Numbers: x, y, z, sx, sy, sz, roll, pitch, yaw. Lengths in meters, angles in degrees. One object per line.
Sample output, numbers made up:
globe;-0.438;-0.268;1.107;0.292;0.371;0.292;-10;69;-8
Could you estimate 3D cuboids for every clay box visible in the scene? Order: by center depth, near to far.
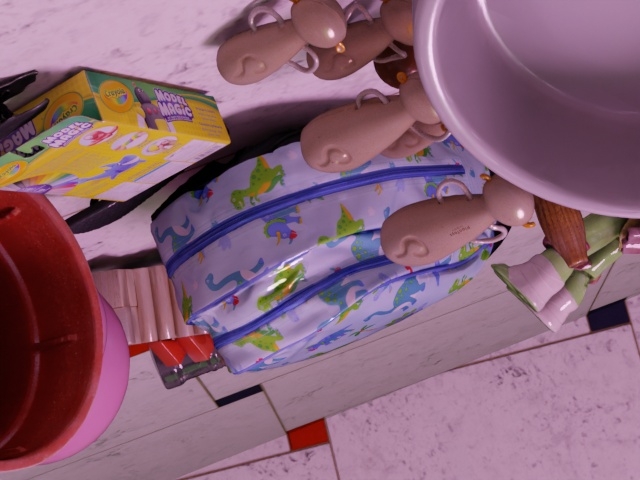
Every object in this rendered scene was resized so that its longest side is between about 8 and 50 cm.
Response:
clay box;-0.189;-0.085;1.506;0.127;0.053;0.222;-27;164;25

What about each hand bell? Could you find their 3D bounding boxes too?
hand bell;0.196;-0.089;1.665;0.126;0.242;0.126;-20;166;-5

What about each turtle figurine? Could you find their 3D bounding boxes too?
turtle figurine;0.277;-0.056;1.870;0.266;0.274;0.198;-45;-172;0

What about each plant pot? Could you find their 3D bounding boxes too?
plant pot;-0.374;0.089;1.527;0.265;0.272;0.272;-20;170;35

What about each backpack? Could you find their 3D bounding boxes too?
backpack;0.000;0.000;1.787;0.290;0.273;0.355;-23;157;31

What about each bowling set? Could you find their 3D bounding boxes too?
bowling set;0.070;-0.140;1.512;0.154;0.287;0.200;-23;-148;41

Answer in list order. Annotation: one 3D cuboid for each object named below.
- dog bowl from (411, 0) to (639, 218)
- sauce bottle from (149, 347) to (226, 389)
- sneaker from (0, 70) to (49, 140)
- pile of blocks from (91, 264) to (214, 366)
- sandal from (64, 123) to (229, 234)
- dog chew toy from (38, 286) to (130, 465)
dog bowl;0.225;-0.155;1.293;0.348;0.102;0.349;10;139;9
sauce bottle;-0.052;0.102;2.343;0.344;0.111;0.111;-19;167;0
sneaker;-0.296;-0.083;1.369;0.170;0.051;0.089;-16;167;-39
pile of blocks;-0.131;0.081;2.044;0.362;0.113;0.149;-6;175;-23
sandal;-0.167;-0.064;1.676;0.179;0.040;0.067;-35;173;-3
dog chew toy;-0.298;0.097;1.778;0.206;0.207;0.332;-19;159;-8
